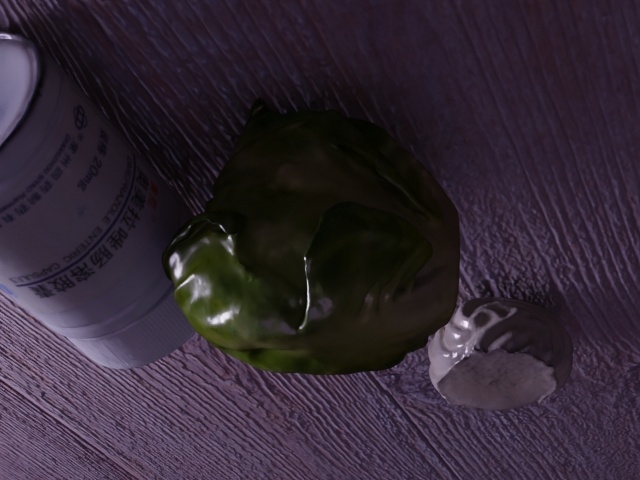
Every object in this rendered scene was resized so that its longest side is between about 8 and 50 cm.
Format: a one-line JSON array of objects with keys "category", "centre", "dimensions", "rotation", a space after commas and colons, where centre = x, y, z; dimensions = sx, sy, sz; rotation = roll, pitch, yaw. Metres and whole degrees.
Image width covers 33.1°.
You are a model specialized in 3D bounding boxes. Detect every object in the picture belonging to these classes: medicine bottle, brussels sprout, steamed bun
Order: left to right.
[{"category": "medicine bottle", "centre": [-0.250, -0.024, 1.063], "dimensions": [0.190, 0.190, 0.332], "rotation": [-16, 140, 20]}, {"category": "brussels sprout", "centre": [-0.001, 0.003, 1.041], "dimensions": [0.294, 0.259, 0.227], "rotation": [11, 142, -10]}, {"category": "steamed bun", "centre": [0.223, 0.135, 1.351], "dimensions": [0.183, 0.106, 0.183], "rotation": [1, 140, 1]}]
